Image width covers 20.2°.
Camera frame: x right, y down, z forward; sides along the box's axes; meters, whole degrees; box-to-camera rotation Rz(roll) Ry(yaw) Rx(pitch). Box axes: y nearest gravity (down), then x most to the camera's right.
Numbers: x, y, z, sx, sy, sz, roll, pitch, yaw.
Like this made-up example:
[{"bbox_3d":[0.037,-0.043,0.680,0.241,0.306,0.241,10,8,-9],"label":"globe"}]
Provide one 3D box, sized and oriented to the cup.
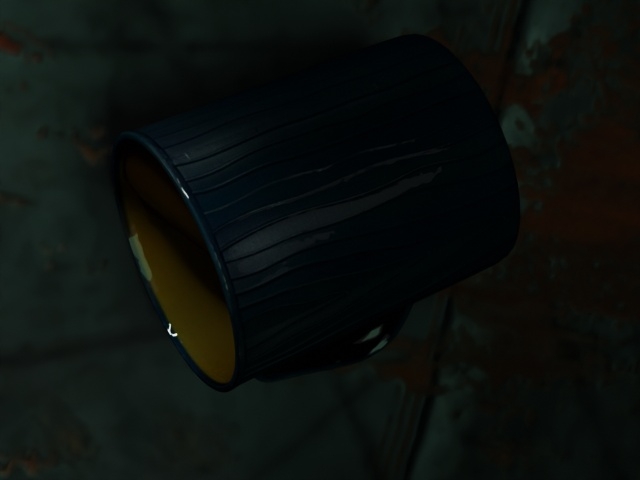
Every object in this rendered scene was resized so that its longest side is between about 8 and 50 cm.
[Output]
[{"bbox_3d":[-0.004,-0.010,0.768,0.138,0.150,0.113,-23,78,-20],"label":"cup"}]
